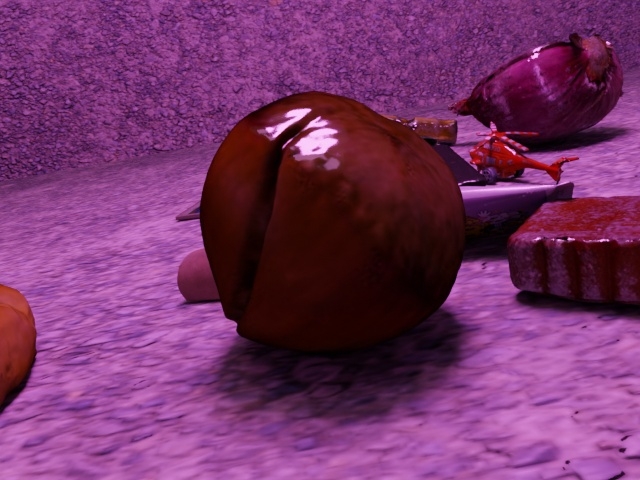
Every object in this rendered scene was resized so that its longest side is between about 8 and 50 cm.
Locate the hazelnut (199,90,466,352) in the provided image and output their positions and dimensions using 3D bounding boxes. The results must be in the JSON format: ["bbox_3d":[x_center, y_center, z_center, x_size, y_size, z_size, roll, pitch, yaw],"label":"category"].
[{"bbox_3d":[0.000,0.000,0.432,0.208,0.208,0.208,-9,15,3],"label":"hazelnut"}]

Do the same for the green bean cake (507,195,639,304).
[{"bbox_3d":[0.232,0.005,0.457,0.136,0.056,0.135,2,17,38],"label":"green bean cake"}]

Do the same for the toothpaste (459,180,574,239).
[{"bbox_3d":[0.107,-0.025,0.612,0.299,0.073,0.114,-3,-20,22],"label":"toothpaste"}]

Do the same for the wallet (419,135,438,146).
[{"bbox_3d":[0.120,-0.184,1.217,0.160,0.055,0.236,-12,10,-24],"label":"wallet"}]

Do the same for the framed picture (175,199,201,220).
[{"bbox_3d":[-0.190,-0.065,1.062,0.109,0.011,0.149,-7,15,10],"label":"framed picture"}]

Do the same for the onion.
[{"bbox_3d":[0.415,-0.259,1.138,0.267,0.159,0.349,-8,-6,-31],"label":"onion"}]

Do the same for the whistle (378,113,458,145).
[{"bbox_3d":[0.151,-0.258,1.325,0.327,0.068,0.057,4,24,3],"label":"whistle"}]

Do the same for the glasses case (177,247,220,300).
[{"bbox_3d":[-0.041,0.009,0.591,0.194,0.070,0.102,-4,15,19],"label":"glasses case"}]

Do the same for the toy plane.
[{"bbox_3d":[0.297,-0.122,0.854,0.126,0.077,0.194,-27,30,-37],"label":"toy plane"}]

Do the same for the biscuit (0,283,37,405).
[{"bbox_3d":[-0.377,0.098,0.435,0.296,0.102,0.296,-9,13,2],"label":"biscuit"}]

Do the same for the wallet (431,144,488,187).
[{"bbox_3d":[0.152,-0.102,0.925,0.171,0.044,0.321,-9,18,6],"label":"wallet"}]
